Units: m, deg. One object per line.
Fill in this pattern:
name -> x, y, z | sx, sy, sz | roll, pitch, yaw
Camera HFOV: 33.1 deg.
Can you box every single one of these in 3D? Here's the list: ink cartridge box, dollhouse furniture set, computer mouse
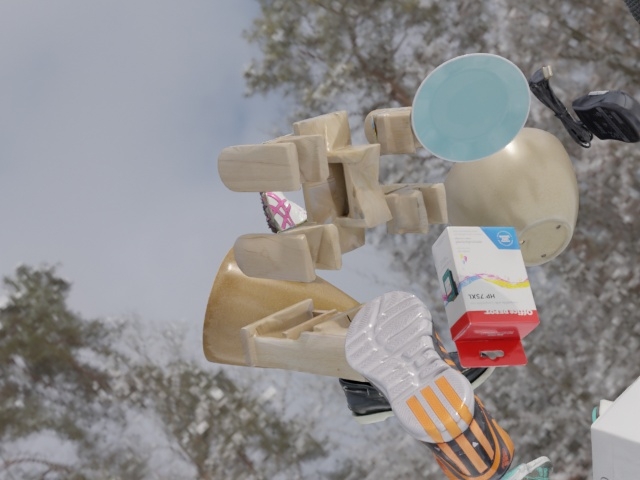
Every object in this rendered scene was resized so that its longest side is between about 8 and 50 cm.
ink cartridge box -> 0.282, 0.094, 1.823 | 0.134, 0.231, 0.078 | 0, -29, -19
dollhouse furniture set -> 0.000, 0.000, 1.713 | 0.362, 0.256, 0.394 | -22, -72, -47
computer mouse -> 0.467, -0.246, 1.863 | 0.060, 0.184, 0.262 | -46, 10, -7

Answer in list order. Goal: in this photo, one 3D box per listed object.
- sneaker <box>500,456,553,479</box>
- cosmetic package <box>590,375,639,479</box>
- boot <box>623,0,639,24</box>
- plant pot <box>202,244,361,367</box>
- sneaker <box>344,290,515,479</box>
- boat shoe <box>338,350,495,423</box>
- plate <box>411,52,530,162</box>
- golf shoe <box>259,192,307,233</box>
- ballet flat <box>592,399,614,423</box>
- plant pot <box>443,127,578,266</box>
sneaker -> 0.379, 0.435, 1.916 | 0.065, 0.076, 0.166 | -41, -21, 27
cosmetic package -> 0.549, 0.338, 1.366 | 0.156, 0.385, 0.217 | -33, -57, -40
boot -> 0.646, -0.500, 2.059 | 0.161, 0.246, 0.083 | -38, -21, -17
plant pot -> -0.059, 0.145, 2.007 | 0.237, 0.254, 0.237 | 14, -90, -76
sneaker -> 0.138, 0.203, 1.375 | 0.125, 0.321, 0.180 | -32, -59, 5
boat shoe -> 0.163, 0.243, 1.969 | 0.340, 0.113, 0.127 | -23, 14, 48
plate -> 0.230, -0.206, 1.661 | 0.188, 0.024, 0.188 | -4, -56, -6
golf shoe -> -0.057, -0.039, 1.985 | 0.086, 0.186, 0.067 | -20, -21, -6
ballet flat -> 0.567, 0.364, 1.948 | 0.139, 0.139, 0.400 | -46, -26, -4
plant pot -> 0.408, -0.058, 2.184 | 0.284, 0.191, 0.284 | -12, -43, -11
